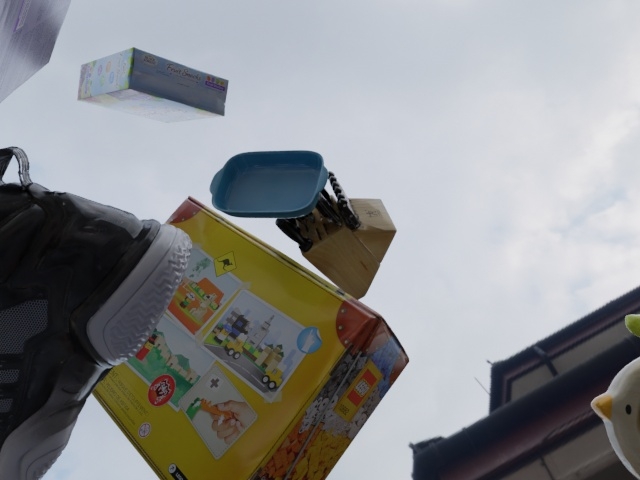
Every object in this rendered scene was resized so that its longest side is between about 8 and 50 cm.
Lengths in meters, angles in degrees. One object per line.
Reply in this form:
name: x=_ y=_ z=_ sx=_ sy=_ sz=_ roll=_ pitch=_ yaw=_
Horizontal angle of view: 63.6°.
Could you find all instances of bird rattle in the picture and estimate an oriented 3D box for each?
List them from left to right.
bird rattle: x=0.437 y=0.205 z=0.600 sx=0.206 sy=0.143 sz=0.254 roll=-34 pitch=-94 yaw=-3

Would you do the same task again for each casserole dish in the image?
casserole dish: x=-0.074 y=-0.079 z=0.765 sx=0.188 sy=0.037 sz=0.114 roll=2 pitch=-122 yaw=20

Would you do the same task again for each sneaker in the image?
sneaker: x=-0.216 y=0.063 z=0.353 sx=0.153 sy=0.101 sz=0.269 roll=36 pitch=-73 yaw=-17

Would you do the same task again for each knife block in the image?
knife block: x=0.000 y=0.000 z=0.933 sx=0.241 sy=0.088 sz=0.276 roll=-1 pitch=-43 yaw=-21

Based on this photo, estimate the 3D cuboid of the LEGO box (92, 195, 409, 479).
LEGO box: x=-0.167 y=0.192 z=0.901 sx=0.372 sy=0.500 sz=0.193 roll=-50 pitch=-37 yaw=-13

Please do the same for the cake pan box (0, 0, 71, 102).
cake pan box: x=-0.274 y=-0.241 z=0.459 sx=0.070 sy=0.246 sz=0.267 roll=27 pitch=-60 yaw=-20

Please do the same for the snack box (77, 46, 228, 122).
snack box: x=-0.288 y=-0.257 z=0.886 sx=0.174 sy=0.207 sz=0.070 roll=5 pitch=-87 yaw=-46
